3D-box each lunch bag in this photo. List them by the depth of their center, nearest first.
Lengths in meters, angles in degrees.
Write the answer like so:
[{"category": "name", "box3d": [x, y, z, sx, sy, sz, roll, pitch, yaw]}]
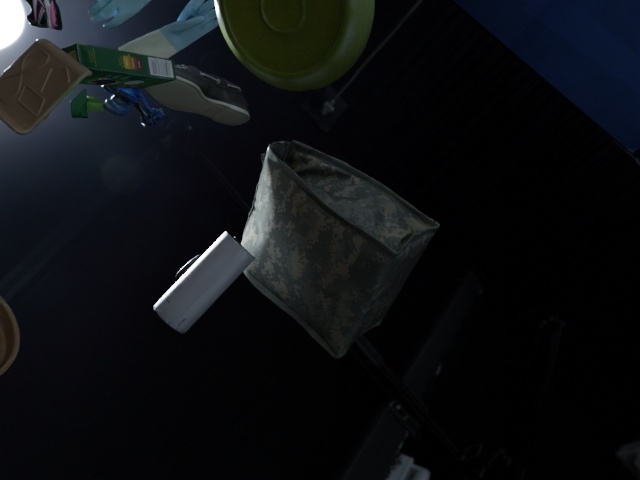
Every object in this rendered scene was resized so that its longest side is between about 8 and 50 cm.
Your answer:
[{"category": "lunch bag", "box3d": [0.000, 0.000, 0.758, 0.287, 0.235, 0.169, 38, -142, 21]}]

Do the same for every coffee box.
[{"category": "coffee box", "box3d": [-0.353, -0.291, 0.792, 0.184, 0.113, 0.040, -19, -73, -54]}]

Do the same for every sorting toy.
[{"category": "sorting toy", "box3d": [-0.179, -0.095, 0.306, 0.083, 0.012, 0.062, 36, -103, 21]}]

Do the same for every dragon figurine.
[{"category": "dragon figurine", "box3d": [-0.555, -0.406, 1.292, 0.289, 0.085, 0.144, 6, -121, -64]}]

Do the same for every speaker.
[{"category": "speaker", "box3d": [-0.149, 0.053, 0.610, 0.055, 0.136, 0.055, 42, 174, 6]}]

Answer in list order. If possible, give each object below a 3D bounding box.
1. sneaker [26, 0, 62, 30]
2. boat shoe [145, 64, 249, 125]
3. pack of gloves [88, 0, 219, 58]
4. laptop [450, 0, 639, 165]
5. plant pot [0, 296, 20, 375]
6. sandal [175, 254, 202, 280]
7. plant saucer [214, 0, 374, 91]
[{"category": "sneaker", "box3d": [-0.667, -0.590, 1.097, 0.077, 0.072, 0.178, -7, -85, -14]}, {"category": "boat shoe", "box3d": [-0.311, -0.383, 1.184, 0.335, 0.112, 0.095, 9, -114, -58]}, {"category": "pack of gloves", "box3d": [-0.317, -0.446, 0.921, 0.046, 0.232, 0.195, 62, -172, 32]}, {"category": "laptop", "box3d": [0.231, -0.106, 0.208, 0.236, 0.382, 0.407, 12, -114, -9]}, {"category": "plant pot", "box3d": [-0.604, 0.154, 0.704, 0.237, 0.110, 0.237, 44, -166, -14]}, {"category": "sandal", "box3d": [-0.262, 0.077, 1.070, 0.054, 0.097, 0.254, 46, -177, 0]}, {"category": "plant saucer", "box3d": [-0.047, -0.323, 0.645, 0.241, 0.241, 0.037, 40, -144, -7]}]
